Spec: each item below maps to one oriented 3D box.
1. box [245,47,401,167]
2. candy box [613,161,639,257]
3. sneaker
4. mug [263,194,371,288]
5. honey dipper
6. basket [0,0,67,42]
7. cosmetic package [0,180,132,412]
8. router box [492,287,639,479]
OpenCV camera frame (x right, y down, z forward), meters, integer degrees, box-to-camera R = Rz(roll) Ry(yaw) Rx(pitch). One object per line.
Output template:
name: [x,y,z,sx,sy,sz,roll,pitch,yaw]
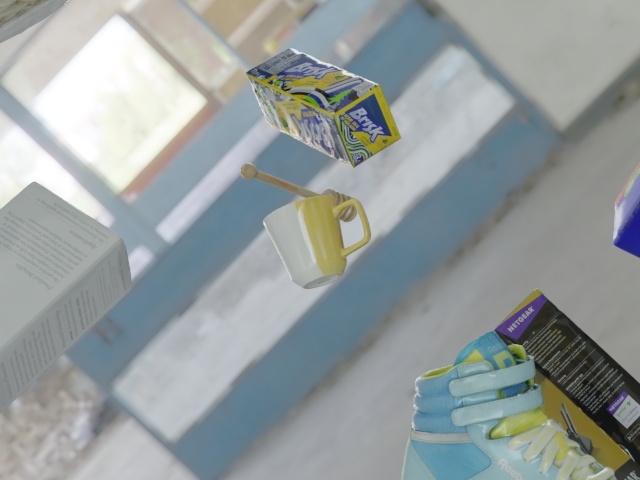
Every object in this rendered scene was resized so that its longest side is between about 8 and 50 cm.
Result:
box: [0.001,-0.120,1.528,0.054,0.059,0.169,-33,30,-16]
candy box: [0.559,-0.055,2.100,0.268,0.317,0.122,-61,8,31]
sneaker: [0.210,0.198,1.628,0.319,0.208,0.127,8,11,32]
mug: [-0.004,0.001,1.390,0.062,0.064,0.078,-8,-17,-37]
honey dipper: [-0.025,-0.055,1.861,0.030,0.160,0.030,-23,58,42]
basket: [-0.329,-0.418,1.669,0.328,0.331,0.266,-37,-12,-21]
cosmetic package: [-0.285,0.064,1.513,0.231,0.117,0.085,-45,-28,-27]
router box: [0.280,0.221,2.013,0.081,0.243,0.309,-41,-14,-24]
